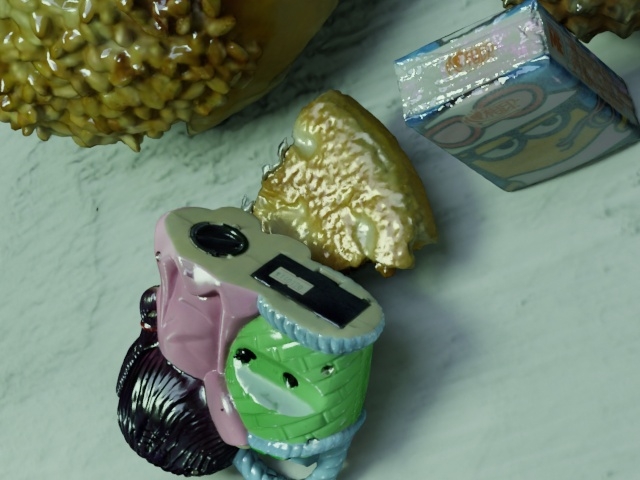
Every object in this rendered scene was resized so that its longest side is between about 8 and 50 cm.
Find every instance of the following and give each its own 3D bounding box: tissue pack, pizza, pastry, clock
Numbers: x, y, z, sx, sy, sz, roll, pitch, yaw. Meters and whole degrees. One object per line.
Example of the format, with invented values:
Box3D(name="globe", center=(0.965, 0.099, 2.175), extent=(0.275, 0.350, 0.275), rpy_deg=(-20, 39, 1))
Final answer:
Box3D(name="tissue pack", center=(0.138, -0.098, 1.271), extent=(0.115, 0.155, 0.065), rpy_deg=(-23, 61, 24))
Box3D(name="pizza", center=(0.000, -0.001, 1.376), extent=(0.194, 0.069, 0.154), rpy_deg=(-44, 67, 25))
Box3D(name="pastry", center=(-0.175, -0.256, 1.393), extent=(0.410, 0.245, 0.409), rpy_deg=(7, 116, 14))
Box3D(name="clock", center=(-0.057, 0.097, 1.329), extent=(0.194, 0.100, 0.195), rpy_deg=(32, 124, 19))

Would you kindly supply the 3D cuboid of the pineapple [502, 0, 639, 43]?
Box3D(name="pineapple", center=(0.179, -0.220, 1.292), extent=(0.193, 0.166, 0.166), rpy_deg=(-1, 72, 34))
